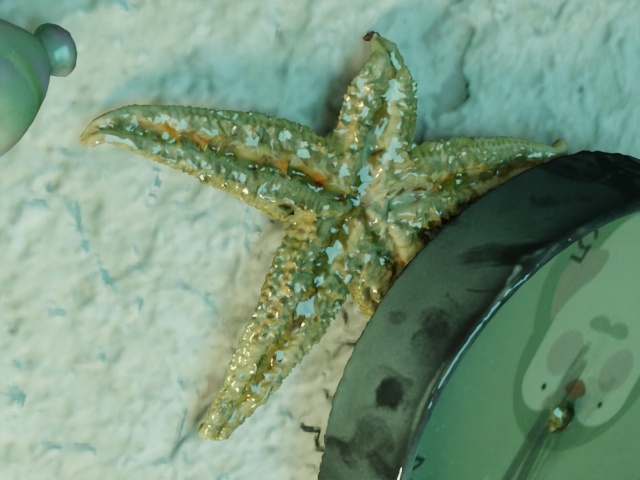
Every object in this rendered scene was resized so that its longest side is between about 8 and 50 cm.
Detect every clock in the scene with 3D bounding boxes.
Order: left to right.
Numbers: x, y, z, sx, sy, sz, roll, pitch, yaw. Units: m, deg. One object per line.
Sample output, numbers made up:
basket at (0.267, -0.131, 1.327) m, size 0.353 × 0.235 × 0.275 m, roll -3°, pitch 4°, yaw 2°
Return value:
clock at (0.141, 0.105, 0.944) m, size 0.319 × 0.066 × 0.319 m, roll -20°, pitch 126°, yaw -30°

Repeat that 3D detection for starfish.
starfish at (0.003, 0.002, 0.849) m, size 0.295 × 0.048 × 0.231 m, roll 3°, pitch 105°, yaw -34°

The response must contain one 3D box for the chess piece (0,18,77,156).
chess piece at (-0.213, -0.036, 0.655) m, size 0.272 × 0.139 × 0.139 m, roll -29°, pitch 122°, yaw -36°
